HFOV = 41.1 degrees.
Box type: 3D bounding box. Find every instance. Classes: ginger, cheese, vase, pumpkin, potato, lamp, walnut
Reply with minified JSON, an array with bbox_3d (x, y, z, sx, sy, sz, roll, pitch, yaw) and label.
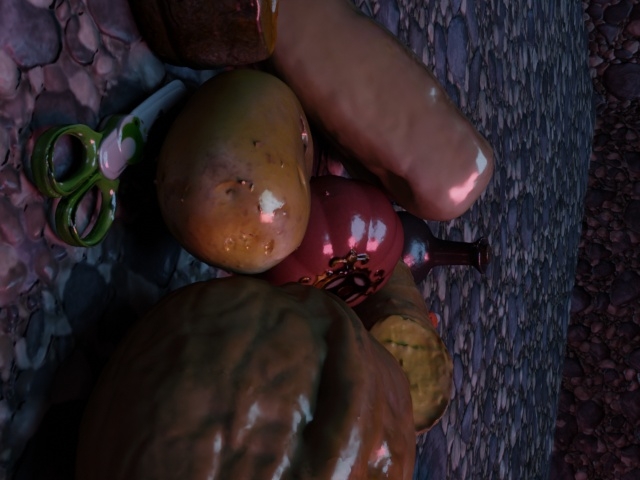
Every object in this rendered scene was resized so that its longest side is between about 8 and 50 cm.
[{"bbox_3d":[0.081,0.117,1.068,0.354,0.126,0.190,-101,-169,-63],"label":"ginger"},{"bbox_3d":[0.026,-0.186,0.992,0.328,0.129,0.351,46,2,-18],"label":"cheese"},{"bbox_3d":[0.161,0.017,1.262,0.120,0.183,0.120,2,90,-64],"label":"vase"},{"bbox_3d":[-0.077,-0.284,0.784,0.126,0.131,0.248,60,38,-50],"label":"pumpkin"},{"bbox_3d":[-0.074,-0.070,0.784,0.234,0.146,0.150,-86,-168,-56],"label":"potato"},{"bbox_3d":[0.000,0.000,0.940,0.182,0.182,0.140,51,12,-55],"label":"lamp"},{"bbox_3d":[-0.058,0.173,0.716,0.252,0.277,0.313,112,-7,-57],"label":"walnut"}]

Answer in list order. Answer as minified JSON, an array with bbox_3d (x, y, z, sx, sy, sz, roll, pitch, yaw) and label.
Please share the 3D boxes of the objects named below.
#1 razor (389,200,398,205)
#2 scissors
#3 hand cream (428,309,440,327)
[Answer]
[{"bbox_3d":[0.074,-0.079,1.249,0.028,0.044,0.154,-57,148,-3],"label":"razor"},{"bbox_3d":[-0.168,-0.085,0.722,0.204,0.027,0.101,-61,148,-47],"label":"scissors"},{"bbox_3d":[0.154,0.146,1.447,0.216,0.038,0.052,-10,74,-61],"label":"hand cream"}]
